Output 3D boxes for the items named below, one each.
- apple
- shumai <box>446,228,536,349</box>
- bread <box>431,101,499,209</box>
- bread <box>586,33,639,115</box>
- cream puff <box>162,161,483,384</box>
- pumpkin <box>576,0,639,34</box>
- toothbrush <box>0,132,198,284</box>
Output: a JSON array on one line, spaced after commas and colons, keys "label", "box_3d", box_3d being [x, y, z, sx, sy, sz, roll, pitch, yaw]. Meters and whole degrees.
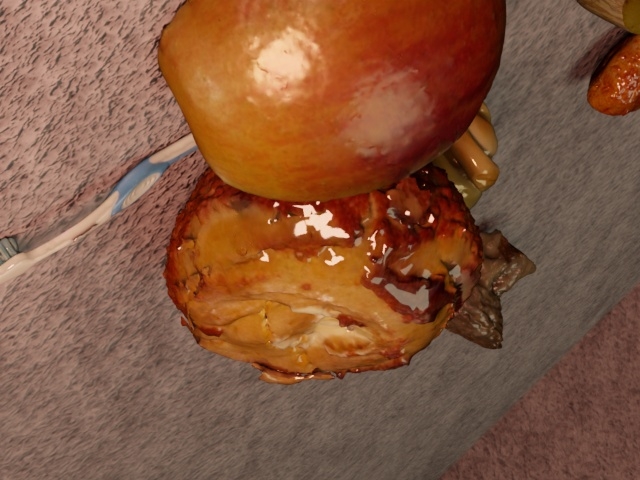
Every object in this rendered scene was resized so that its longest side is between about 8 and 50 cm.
[{"label": "apple", "box_3d": [0.028, -0.190, 1.283, 0.346, 0.179, 0.254, -37, 123, -7]}, {"label": "shumai", "box_3d": [0.251, 0.070, 2.351, 0.176, 0.166, 0.206, -60, 164, -8]}, {"label": "bread", "box_3d": [0.086, -0.049, 1.707, 0.121, 0.173, 0.311, 17, 129, -28]}, {"label": "bread", "box_3d": [0.475, -0.262, 2.041, 0.269, 0.095, 0.139, -32, 168, -31]}, {"label": "cream puff", "box_3d": [0.005, 0.001, 1.522, 0.350, 0.229, 0.350, 6, 152, 3]}, {"label": "pumpkin", "box_3d": [0.415, -0.331, 1.761, 0.217, 0.110, 0.217, -28, 160, -11]}, {"label": "toothbrush", "box_3d": [-0.168, -0.058, 1.400, 0.386, 0.040, 0.040, -32, 160, -19]}]
